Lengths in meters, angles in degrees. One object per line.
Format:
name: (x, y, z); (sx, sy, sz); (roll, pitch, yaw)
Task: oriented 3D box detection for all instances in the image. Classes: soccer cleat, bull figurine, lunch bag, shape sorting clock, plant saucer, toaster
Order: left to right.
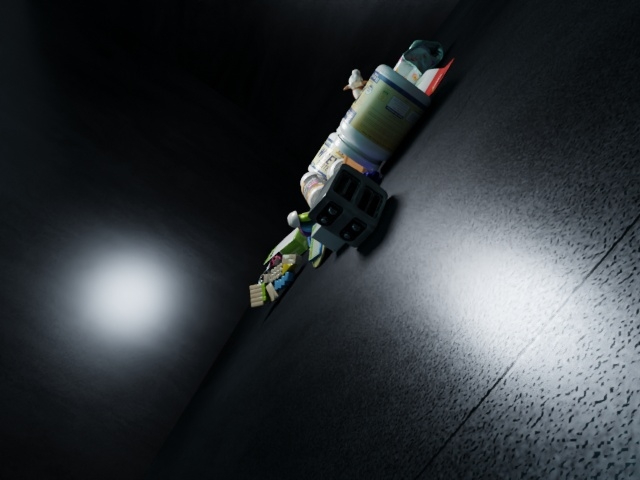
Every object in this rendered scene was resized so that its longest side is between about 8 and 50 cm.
soccer cleat: (-0.252, 0.188, 2.304); (0.331, 0.116, 0.143); (-51, -26, -50)
shape sorting clock: (0.000, 0.000, 1.525); (0.206, 0.041, 0.205); (-169, 90, -73)
toaster: (0.081, -0.100, 1.116); (0.110, 0.168, 0.185); (-44, 15, 50)
plant saucer: (0.151, -0.322, 1.720); (0.200, 0.037, 0.199); (-15, 73, 57)
bull figurine: (0.227, -0.546, 1.638); (0.101, 0.310, 0.188); (-39, -1, 32)
lunch bag: (0.438, -0.794, 1.900); (0.262, 0.160, 0.223); (-47, -2, -29)

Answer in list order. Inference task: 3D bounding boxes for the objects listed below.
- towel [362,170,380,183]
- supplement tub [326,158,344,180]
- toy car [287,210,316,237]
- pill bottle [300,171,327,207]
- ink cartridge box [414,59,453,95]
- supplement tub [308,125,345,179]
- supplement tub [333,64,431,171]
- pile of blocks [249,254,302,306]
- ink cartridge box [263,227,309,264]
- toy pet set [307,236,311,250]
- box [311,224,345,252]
towel: (0.094, -0.129, 1.515); (0.227, 0.076, 0.308); (-58, 7, -19)
supplement tub: (0.112, -0.338, 2.064); (0.144, 0.144, 0.199); (-56, 7, 2)
toy car: (-0.058, -0.078, 1.864); (0.159, 0.136, 0.182); (-15, 3, -11)
pill bottle: (-0.016, -0.271, 2.234); (0.162, 0.162, 0.278); (-55, 29, 15)
ink cartridge box: (0.421, -0.621, 1.635); (0.180, 0.056, 0.225); (-58, 6, -15)
supplement tub: (0.106, -0.493, 2.438); (0.324, 0.236, 0.235); (-55, 7, 13)
supplement tub: (0.213, -0.430, 1.455); (0.316, 0.229, 0.228); (-53, 8, 22)
pile of blocks: (-0.186, 0.200, 1.928); (0.362, 0.148, 0.113); (-43, -31, 26)
ink cartridge box: (-0.178, 0.050, 2.266); (0.255, 0.097, 0.188); (-40, 13, 24)
toy pet set: (-0.015, -0.005, 1.739); (0.122, 0.065, 0.114); (-57, 7, -9)
box: (0.043, -0.036, 1.325); (0.102, 0.101, 0.087); (-48, 12, 51)
